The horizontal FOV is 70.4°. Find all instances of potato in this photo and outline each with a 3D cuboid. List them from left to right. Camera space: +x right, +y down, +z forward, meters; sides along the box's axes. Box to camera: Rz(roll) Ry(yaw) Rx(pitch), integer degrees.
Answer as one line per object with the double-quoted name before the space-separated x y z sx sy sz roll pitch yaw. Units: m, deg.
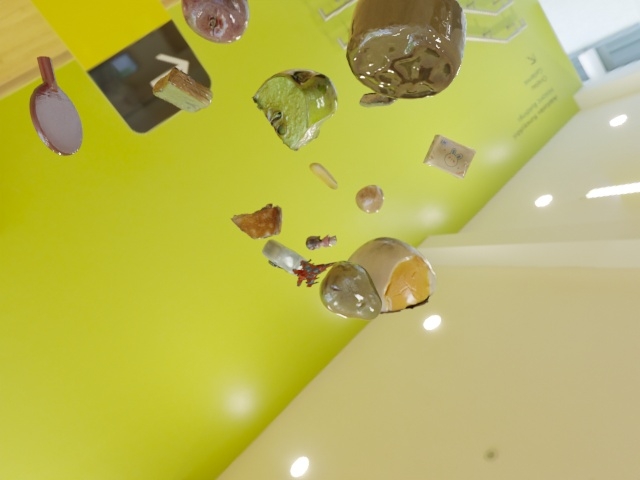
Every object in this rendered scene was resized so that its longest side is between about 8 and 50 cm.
"potato" 0.092 0.151 1.299 0.157 0.194 0.157 -52 -178 2
"potato" 0.187 -0.152 1.705 0.112 0.112 0.147 -36 163 2

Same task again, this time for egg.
"egg" 0.216 0.087 1.499 0.338 0.200 0.337 -1 -161 0

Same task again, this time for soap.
"soap" 0.016 -0.304 2.138 0.089 0.168 0.033 -3 -132 56

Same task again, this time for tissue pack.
"tissue pack" 0.594 -0.387 2.098 0.092 0.197 0.148 -108 -140 -79

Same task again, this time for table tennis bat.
"table tennis bat" -0.838 -0.422 1.436 0.038 0.309 0.200 -10 -176 11

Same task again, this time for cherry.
"cherry" -0.402 -0.903 1.754 0.221 0.262 0.307 -28 -129 57

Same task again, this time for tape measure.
"tape measure" -0.198 0.096 2.444 0.125 0.246 0.243 -61 -151 -1

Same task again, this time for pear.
"pear" -0.066 -0.455 1.439 0.164 0.238 0.255 -33 175 -35

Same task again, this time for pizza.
"pizza" -0.263 -0.070 1.955 0.227 0.147 0.069 -18 167 6

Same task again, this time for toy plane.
"toy plane" -0.017 0.124 1.863 0.190 0.130 0.061 -16 148 -5

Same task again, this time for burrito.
"burrito" 0.199 -0.475 1.529 0.188 0.045 0.058 22 -93 58

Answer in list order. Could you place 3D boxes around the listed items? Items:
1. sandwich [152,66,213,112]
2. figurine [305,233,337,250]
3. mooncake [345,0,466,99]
"sandwich" -0.697 -0.755 2.323 0.273 0.249 0.095 6 -106 54
"figurine" 0.000 0.000 1.806 0.129 0.054 0.072 -12 -139 16
"mooncake" 0.204 -0.468 1.102 0.284 0.285 0.155 -14 -118 61
